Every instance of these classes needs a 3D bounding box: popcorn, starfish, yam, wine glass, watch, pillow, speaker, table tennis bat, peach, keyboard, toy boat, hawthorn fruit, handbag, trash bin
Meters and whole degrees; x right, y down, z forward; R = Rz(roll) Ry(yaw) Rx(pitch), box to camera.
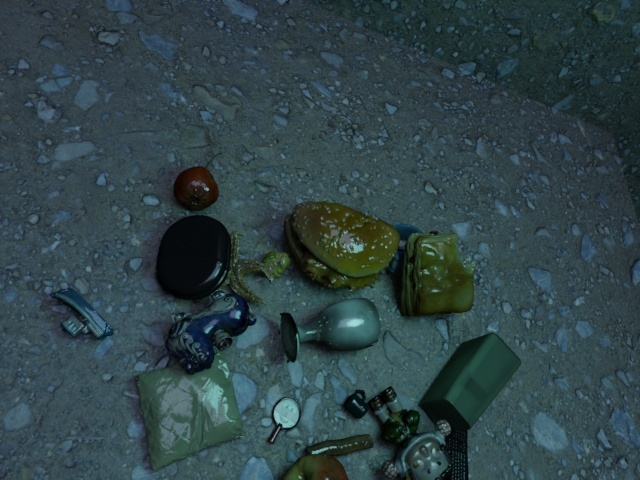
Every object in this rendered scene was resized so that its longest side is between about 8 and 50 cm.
[{"bbox_3d":[-0.169,0.083,1.592,0.097,0.109,0.089,55,9,-23],"label":"popcorn"},{"bbox_3d":[-0.329,0.125,1.525,0.302,0.060,0.299,-17,78,-14],"label":"starfish"},{"bbox_3d":[0.064,0.680,1.406,0.241,0.057,0.057,1,64,-24],"label":"yam"},{"bbox_3d":[0.040,0.311,1.505,0.356,0.190,0.191,-6,67,-26],"label":"wine glass"},{"bbox_3d":[0.351,0.025,1.799,0.210,0.211,0.193,2,43,-21],"label":"watch"},{"bbox_3d":[-0.390,0.501,1.295,0.280,0.076,0.275,-10,69,-26],"label":"pillow"},{"bbox_3d":[0.128,0.568,1.494,0.075,0.060,0.094,43,22,3],"label":"speaker"},{"bbox_3d":[-0.124,0.589,1.396,0.098,0.019,0.155,36,54,-2],"label":"table tennis bat"},{"bbox_3d":[-0.010,0.753,1.265,0.232,0.232,0.233,9,61,-18],"label":"peach"},{"bbox_3d":[0.472,0.840,1.494,0.103,0.041,0.381,22,58,-10],"label":"keyboard"},{"bbox_3d":[-0.731,0.233,1.286,0.215,0.088,0.102,45,60,2],"label":"toy boat"},{"bbox_3d":[-0.451,-0.246,1.618,0.165,0.165,0.286,16,54,-14],"label":"hawthorn fruit"},{"bbox_3d":[-0.434,0.052,1.459,0.253,0.093,0.308,-2,63,1],"label":"handbag"},{"bbox_3d":[0.544,0.524,1.587,0.343,0.223,0.158,-35,81,-30],"label":"trash bin"}]

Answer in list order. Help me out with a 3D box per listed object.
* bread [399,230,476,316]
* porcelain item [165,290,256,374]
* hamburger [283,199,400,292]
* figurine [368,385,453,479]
[{"bbox_3d":[0.473,0.148,1.663,0.313,0.370,0.191,-3,24,-20],"label":"bread"},{"bbox_3d":[-0.340,0.286,1.359,0.288,0.138,0.186,-27,51,-29],"label":"porcelain item"},{"bbox_3d":[0.077,0.044,1.573,0.445,0.268,0.287,18,63,-15],"label":"hamburger"},{"bbox_3d":[0.306,0.682,1.443,0.281,0.167,0.370,-30,69,-16],"label":"figurine"}]
